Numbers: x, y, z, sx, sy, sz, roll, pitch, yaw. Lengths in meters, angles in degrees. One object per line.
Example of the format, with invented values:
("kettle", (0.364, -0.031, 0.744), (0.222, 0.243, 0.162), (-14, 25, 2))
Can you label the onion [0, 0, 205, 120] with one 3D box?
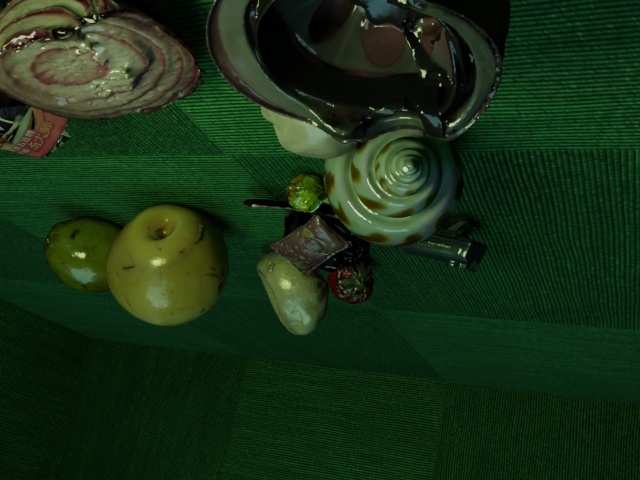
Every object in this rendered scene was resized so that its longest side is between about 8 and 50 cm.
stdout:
("onion", (-0.331, -0.286, 1.074), (0.314, 0.146, 0.280), (-15, 164, 22))

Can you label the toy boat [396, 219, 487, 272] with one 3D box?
("toy boat", (0.244, -0.005, 1.572), (0.246, 0.103, 0.092), (14, 179, 37))

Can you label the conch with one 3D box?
("conch", (0.116, -0.105, 1.220), (0.249, 0.197, 0.368), (32, 154, 4))

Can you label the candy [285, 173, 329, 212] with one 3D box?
("candy", (0.056, -0.085, 1.496), (0.261, 0.073, 0.077), (10, 150, -12))

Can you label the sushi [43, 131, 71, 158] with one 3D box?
("sushi", (-0.661, -0.222, 1.555), (0.192, 0.040, 0.210), (24, 157, -30))

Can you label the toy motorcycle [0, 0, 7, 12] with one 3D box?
("toy motorcycle", (-0.535, -0.353, 0.995), (0.092, 0.136, 0.254), (2, 157, 26))

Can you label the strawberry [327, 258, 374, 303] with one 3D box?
("strawberry", (0.080, 0.104, 1.900), (0.131, 0.131, 0.148), (12, -176, -1))

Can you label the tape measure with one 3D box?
("tape measure", (0.000, 0.000, 1.677), (0.186, 0.112, 0.199), (23, 156, -21))

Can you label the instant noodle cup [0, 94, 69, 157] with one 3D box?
("instant noodle cup", (-0.560, -0.250, 1.193), (0.243, 0.244, 0.255), (-7, 160, 42))

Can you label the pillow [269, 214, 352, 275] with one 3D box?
("pillow", (-0.021, 0.008, 1.560), (0.118, 0.043, 0.185), (38, 140, -20))

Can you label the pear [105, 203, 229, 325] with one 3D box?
("pear", (-0.376, 0.058, 1.785), (0.309, 0.310, 0.309), (11, 160, 4))

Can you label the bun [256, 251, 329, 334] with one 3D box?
("bun", (-0.061, 0.128, 1.929), (0.159, 0.259, 0.259), (-23, 163, -10))

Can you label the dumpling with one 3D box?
("dumpling", (-0.011, -0.198, 1.131), (0.162, 0.132, 0.250), (12, -179, -11))

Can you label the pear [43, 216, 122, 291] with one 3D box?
("pear", (-0.632, 0.040, 1.999), (0.269, 0.213, 0.212), (22, 158, -40))

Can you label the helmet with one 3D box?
("helmet", (0.056, -0.260, 0.825), (0.338, 0.197, 0.271), (9, 152, 29))

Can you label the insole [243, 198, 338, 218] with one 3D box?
("insole", (-0.005, -0.066, 1.559), (0.348, 0.009, 0.119), (7, -167, 19))
